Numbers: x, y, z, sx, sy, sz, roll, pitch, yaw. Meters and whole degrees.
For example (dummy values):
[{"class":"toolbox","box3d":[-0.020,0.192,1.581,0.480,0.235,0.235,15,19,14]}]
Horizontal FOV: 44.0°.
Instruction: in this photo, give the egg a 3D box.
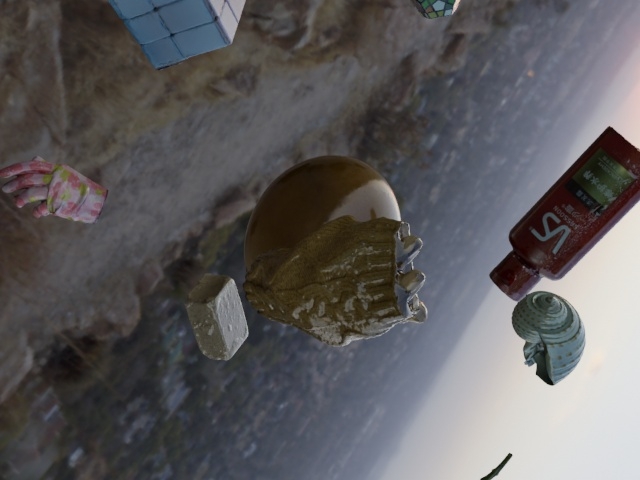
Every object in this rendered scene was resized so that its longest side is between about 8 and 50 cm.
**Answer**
[{"class":"egg","box3d":[0.000,0.000,1.511,0.282,0.282,0.351,-42,166,-54]}]

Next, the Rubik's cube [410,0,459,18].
[{"class":"Rubik's cube","box3d":[0.268,-0.577,1.832,0.133,0.133,0.112,-45,127,-48]}]

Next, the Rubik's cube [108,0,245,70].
[{"class":"Rubik's cube","box3d":[-0.329,-0.576,1.854,0.224,0.231,0.221,58,29,-42]}]

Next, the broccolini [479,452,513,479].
[{"class":"broccolini","box3d":[0.381,0.579,1.890,0.218,0.042,0.044,-41,124,-23]}]

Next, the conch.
[{"class":"conch","box3d":[0.478,0.194,1.630,0.131,0.172,0.200,-32,136,-6]}]

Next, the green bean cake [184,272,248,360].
[{"class":"green bean cake","box3d":[-0.234,0.174,1.799,0.109,0.085,0.179,-59,145,-48]}]

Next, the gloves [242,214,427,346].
[{"class":"gloves","box3d":[0.023,0.075,1.194,0.356,0.203,0.155,-16,-146,46]}]

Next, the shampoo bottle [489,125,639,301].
[{"class":"shampoo bottle","box3d":[0.403,-0.034,1.283,0.314,0.118,0.076,-49,163,19]}]

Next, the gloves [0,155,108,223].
[{"class":"gloves","box3d":[-0.628,-0.124,1.853,0.126,0.241,0.145,-21,-130,64]}]
